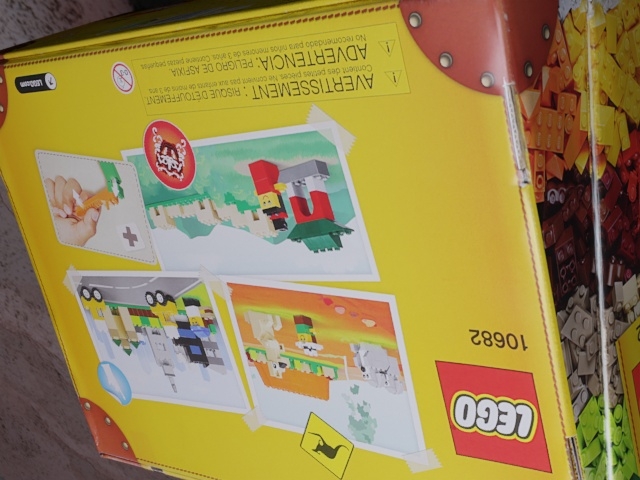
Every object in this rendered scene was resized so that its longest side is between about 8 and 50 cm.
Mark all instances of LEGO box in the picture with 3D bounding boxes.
[{"bbox_3d":[0.000,0.000,0.755,0.500,0.193,0.372,2,114,41],"label":"LEGO box"}]
